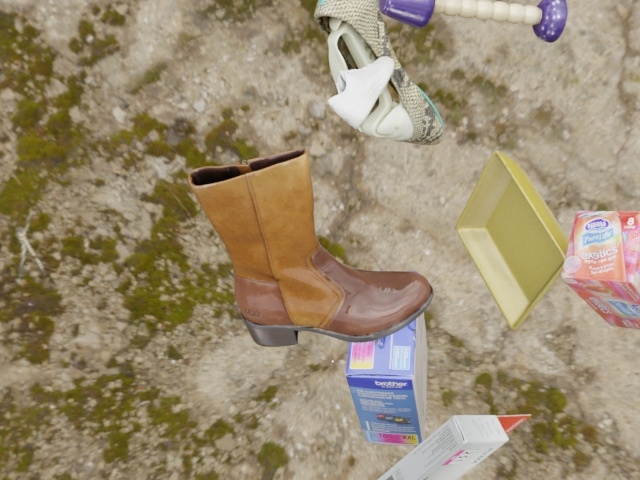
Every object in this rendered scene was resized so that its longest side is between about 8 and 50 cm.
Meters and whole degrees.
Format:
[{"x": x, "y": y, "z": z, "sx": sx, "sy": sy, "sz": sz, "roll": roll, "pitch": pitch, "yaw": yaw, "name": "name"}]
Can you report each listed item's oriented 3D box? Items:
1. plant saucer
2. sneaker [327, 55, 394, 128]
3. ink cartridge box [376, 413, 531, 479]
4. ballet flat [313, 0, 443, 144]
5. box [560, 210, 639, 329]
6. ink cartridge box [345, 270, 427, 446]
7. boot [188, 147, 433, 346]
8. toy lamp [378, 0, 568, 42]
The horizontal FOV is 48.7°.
[{"x": 0.477, "y": -0.002, "z": 1.717, "sx": 0.081, "sy": 0.333, "sz": 0.333, "roll": -14, "pitch": 60, "yaw": -18, "name": "plant saucer"}, {"x": 0.080, "y": -0.318, "z": 1.413, "sx": 0.094, "sy": 0.080, "sz": 0.212, "roll": 32, "pitch": 49, "yaw": -5, "name": "sneaker"}, {"x": 0.263, "y": 0.435, "z": 1.383, "sx": 0.239, "sy": 0.275, "sz": 0.060, "roll": 11, "pitch": 41, "yaw": -37, "name": "ink cartridge box"}, {"x": 0.120, "y": -0.353, "z": 1.608, "sx": 0.164, "sy": 0.483, "sz": 0.182, "roll": 7, "pitch": 52, "yaw": 45, "name": "ballet flat"}, {"x": 0.629, "y": 0.067, "z": 1.448, "sx": 0.142, "sy": 0.300, "sz": 0.154, "roll": 3, "pitch": 67, "yaw": 43, "name": "box"}, {"x": 0.155, "y": 0.250, "z": 1.581, "sx": 0.151, "sy": 0.395, "sz": 0.270, "roll": 0, "pitch": 51, "yaw": 11, "name": "ink cartridge box"}, {"x": 0.000, "y": 0.000, "z": 0.889, "sx": 0.264, "sy": 0.280, "sz": 0.096, "roll": -5, "pitch": 38, "yaw": 11, "name": "boot"}, {"x": 0.221, "y": -0.342, "z": 1.036, "sx": 0.274, "sy": 0.080, "sz": 0.080, "roll": 2, "pitch": 80, "yaw": -15, "name": "toy lamp"}]
